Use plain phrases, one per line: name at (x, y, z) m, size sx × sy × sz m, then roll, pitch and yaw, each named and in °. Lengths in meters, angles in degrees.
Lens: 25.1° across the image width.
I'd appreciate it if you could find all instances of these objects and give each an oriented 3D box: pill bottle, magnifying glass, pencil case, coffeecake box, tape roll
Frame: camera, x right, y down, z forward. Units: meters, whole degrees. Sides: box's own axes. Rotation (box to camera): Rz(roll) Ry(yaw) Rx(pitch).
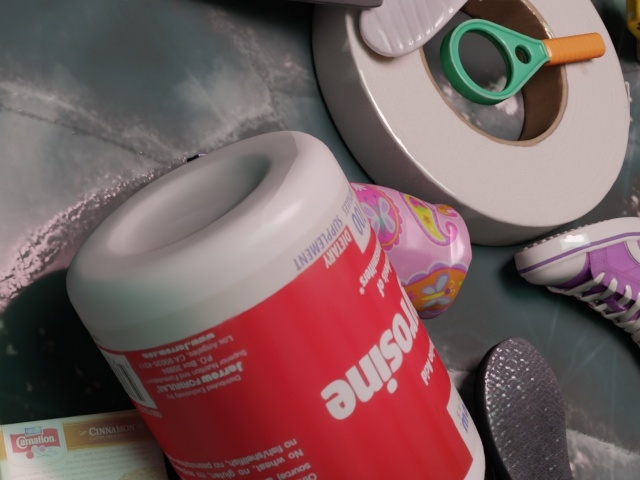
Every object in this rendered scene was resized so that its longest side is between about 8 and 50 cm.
pill bottle at (-0.009, 0.138, 1.147) m, size 0.229 × 0.229 × 0.408 m, roll -47°, pitch 118°, yaw -38°
magnifying glass at (0.219, -0.197, 1.529) m, size 0.231 × 0.026 × 0.092 m, roll -13°, pitch 78°, yaw -38°
pencil case at (0.000, 0.000, 1.326) m, size 0.284 × 0.124 × 0.124 m, roll 9°, pitch 65°, yaw -31°
coffeecake box at (-0.188, 0.234, 1.124) m, size 0.142 × 0.068 × 0.186 m, roll -2°, pitch 72°, yaw -36°
tape roll at (0.170, -0.184, 1.550) m, size 0.392 × 0.072 × 0.392 m, roll 15°, pitch 62°, yaw -30°

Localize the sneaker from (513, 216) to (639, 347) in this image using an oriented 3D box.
sneaker at (0.335, 0.062, 1.543) m, size 0.282 × 0.102 × 0.161 m, roll -2°, pitch 75°, yaw -35°

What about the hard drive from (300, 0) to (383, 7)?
hard drive at (-0.043, -0.404, 1.454) m, size 0.233 × 0.047 × 0.353 m, roll 5°, pitch 64°, yaw -4°

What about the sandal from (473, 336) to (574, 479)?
sandal at (0.203, 0.224, 1.419) m, size 0.097 × 0.054 × 0.255 m, roll -14°, pitch 89°, yaw -31°

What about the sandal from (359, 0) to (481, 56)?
sandal at (0.128, -0.279, 1.477) m, size 0.102 × 0.076 × 0.265 m, roll 43°, pitch 72°, yaw 5°

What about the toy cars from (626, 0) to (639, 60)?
toy cars at (0.488, -0.295, 1.815) m, size 0.393 × 0.087 × 0.177 m, roll -29°, pitch 94°, yaw -42°
